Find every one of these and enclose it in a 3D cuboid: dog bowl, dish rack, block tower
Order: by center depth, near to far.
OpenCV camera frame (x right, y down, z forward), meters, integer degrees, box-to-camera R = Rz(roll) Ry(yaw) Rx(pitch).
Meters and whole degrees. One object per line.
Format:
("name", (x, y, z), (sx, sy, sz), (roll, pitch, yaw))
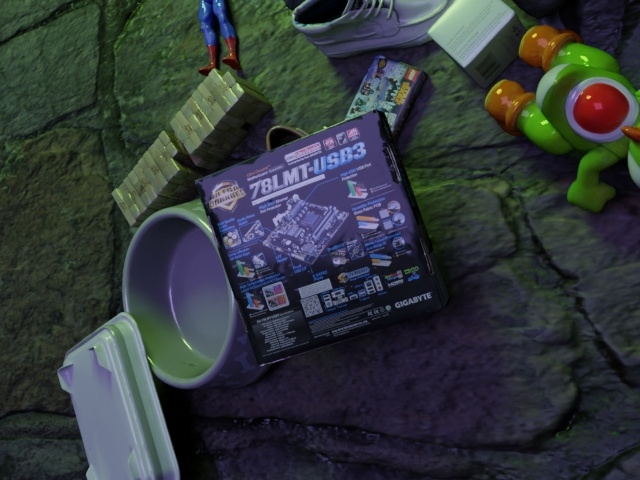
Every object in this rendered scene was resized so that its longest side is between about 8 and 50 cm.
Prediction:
("dog bowl", (-0.215, 0.095, 1.186), (0.349, 0.102, 0.348), (2, 94, 40))
("dish rack", (-0.383, 0.321, 1.255), (0.286, 0.072, 0.332), (-30, 76, 45))
("block tower", (-0.242, -0.165, 1.277), (0.335, 0.097, 0.091), (-45, 64, 18))

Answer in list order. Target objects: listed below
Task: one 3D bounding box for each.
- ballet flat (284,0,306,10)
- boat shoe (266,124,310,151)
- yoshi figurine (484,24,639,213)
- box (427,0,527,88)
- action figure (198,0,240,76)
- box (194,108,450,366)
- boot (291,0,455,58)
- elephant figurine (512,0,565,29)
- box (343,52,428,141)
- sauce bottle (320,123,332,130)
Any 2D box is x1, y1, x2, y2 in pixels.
("ballet flat", (0.013, -0.476, 1.176), (0.074, 0.074, 0.203), (36, 97, 30))
("boat shoe", (0.011, -0.062, 1.080), (0.123, 0.116, 0.324), (-44, 64, 2))
("yoshi figurine", (0.401, -0.135, 0.862), (0.203, 0.203, 0.362), (-30, 45, -17))
("box", (0.231, -0.295, 0.994), (0.102, 0.101, 0.087), (-47, 63, 17))
("action figure", (-0.223, -0.461, 1.279), (0.092, 0.139, 0.280), (-13, 75, 29))
("box", (0.000, 0.000, 0.994), (0.296, 0.073, 0.293), (-20, 88, 16))
("boot", (0.083, -0.356, 1.079), (0.259, 0.123, 0.095), (-10, 79, 30))
("elephant figurine", (0.325, -0.432, 0.909), (0.239, 0.186, 0.169), (-43, 48, 30))
("box", (0.101, -0.223, 1.109), (0.094, 0.027, 0.136), (29, 99, 30))
("sauce bottle", (0.048, -0.144, 1.124), (0.128, 0.042, 0.042), (46, 108, 25))
